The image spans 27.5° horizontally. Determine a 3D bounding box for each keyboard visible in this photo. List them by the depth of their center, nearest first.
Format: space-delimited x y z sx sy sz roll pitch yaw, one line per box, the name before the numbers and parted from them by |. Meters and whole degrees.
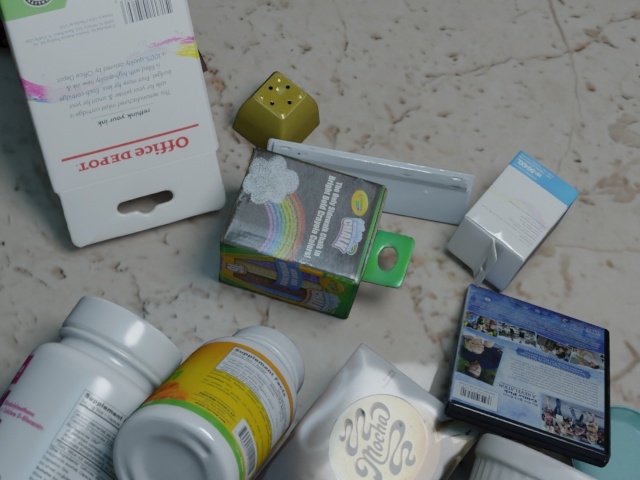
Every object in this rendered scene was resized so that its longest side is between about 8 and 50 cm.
keyboard | 0.057 -0.071 1.606 0.256 0.072 0.014 10 35 -1

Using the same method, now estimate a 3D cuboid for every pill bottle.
pill bottle | -0.107 0.186 1.399 0.136 0.136 0.245 32 29 7
pill bottle | -0.277 0.212 1.414 0.160 0.160 0.283 28 69 6

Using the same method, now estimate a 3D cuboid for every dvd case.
dvd case | 0.240 0.147 1.481 0.180 0.022 0.253 19 30 2

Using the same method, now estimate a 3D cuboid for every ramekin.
ramekin | 0.265 0.318 1.376 0.273 0.273 0.127 26 82 5

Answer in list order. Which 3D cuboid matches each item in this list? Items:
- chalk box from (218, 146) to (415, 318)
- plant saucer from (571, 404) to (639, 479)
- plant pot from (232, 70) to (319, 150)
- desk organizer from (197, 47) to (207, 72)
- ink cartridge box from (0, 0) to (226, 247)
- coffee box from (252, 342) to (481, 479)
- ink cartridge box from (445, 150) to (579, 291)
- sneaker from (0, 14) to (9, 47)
chalk box | 0.000 0.000 1.537 0.213 0.132 0.132 18 68 1
plant saucer | 0.347 0.252 1.527 0.119 0.021 0.119 2 66 -5
plant pot | -0.052 -0.160 1.618 0.081 0.083 0.081 39 71 9
desk organizer | -0.211 -0.213 1.640 0.130 0.050 0.047 -27 39 1
ink cartridge box | -0.246 -0.190 1.537 0.207 0.119 0.353 -15 116 -11
coffee box | 0.016 0.286 1.434 0.168 0.119 0.297 38 71 9
ink cartridge box | 0.225 -0.017 1.574 0.090 0.092 0.143 39 62 10
sneaker | -0.432 -0.253 1.610 0.163 0.106 0.281 32 69 4
